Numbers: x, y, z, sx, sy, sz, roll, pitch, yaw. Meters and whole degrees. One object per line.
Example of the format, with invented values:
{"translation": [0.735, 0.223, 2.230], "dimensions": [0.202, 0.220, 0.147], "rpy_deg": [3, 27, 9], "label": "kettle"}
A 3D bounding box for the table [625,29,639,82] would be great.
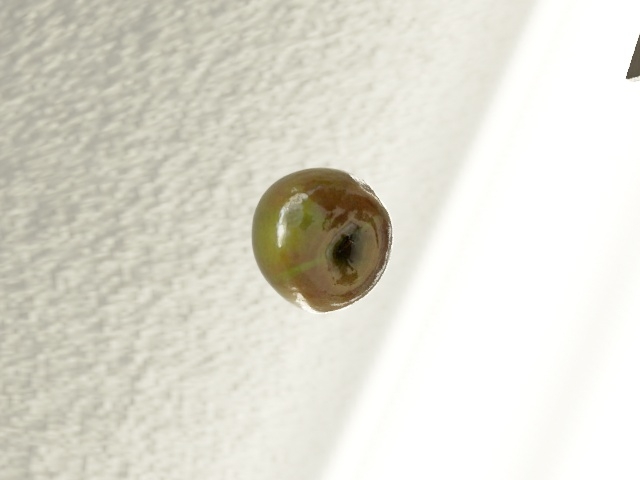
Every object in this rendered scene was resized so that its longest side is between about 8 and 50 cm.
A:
{"translation": [0.204, -0.100, 0.901], "dimensions": [0.082, 0.070, 0.083], "rpy_deg": [24, -103, -21], "label": "table"}

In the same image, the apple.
{"translation": [0.000, 0.000, 1.187], "dimensions": [0.089, 0.074, 0.089], "rpy_deg": [2, -93, -39], "label": "apple"}
